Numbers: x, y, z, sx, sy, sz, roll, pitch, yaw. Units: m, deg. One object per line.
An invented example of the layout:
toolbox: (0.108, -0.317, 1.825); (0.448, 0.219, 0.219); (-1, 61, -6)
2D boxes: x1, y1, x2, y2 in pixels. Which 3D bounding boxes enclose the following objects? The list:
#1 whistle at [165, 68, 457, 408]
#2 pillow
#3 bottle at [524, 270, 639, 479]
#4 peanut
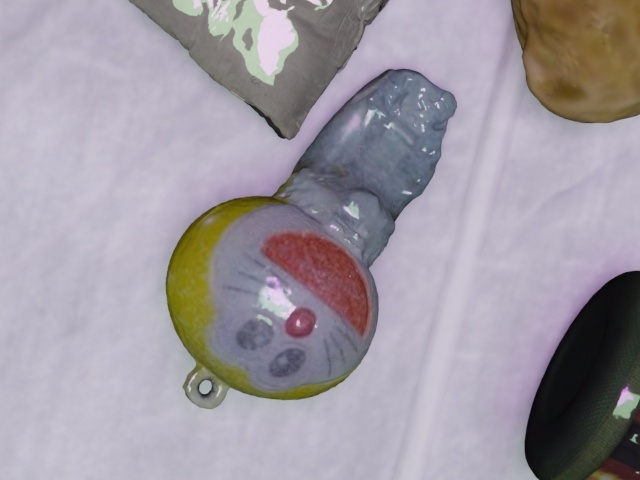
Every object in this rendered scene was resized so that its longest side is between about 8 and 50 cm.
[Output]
whistle: (0.000, 0.000, 1.069); (0.123, 0.123, 0.223); (39, 81, -8)
pillow: (0.001, -0.185, 1.067); (0.148, 0.050, 0.230); (39, 92, -14)
bottle: (0.253, 0.135, 1.088); (0.271, 0.156, 0.143); (27, 64, -7)
peanut: (0.175, -0.209, 1.027); (0.147, 0.147, 0.305); (20, 97, -6)
